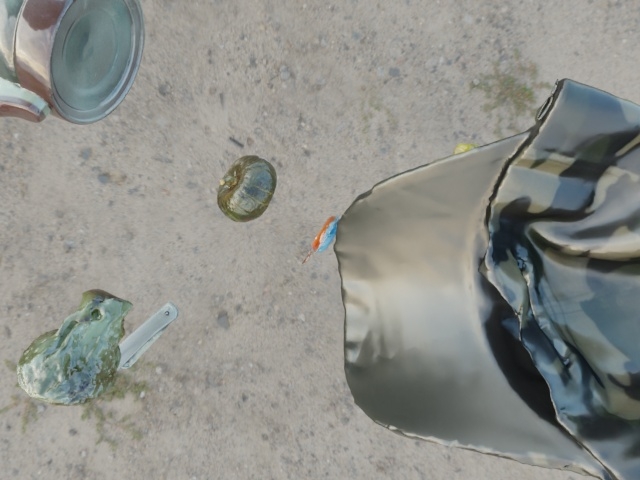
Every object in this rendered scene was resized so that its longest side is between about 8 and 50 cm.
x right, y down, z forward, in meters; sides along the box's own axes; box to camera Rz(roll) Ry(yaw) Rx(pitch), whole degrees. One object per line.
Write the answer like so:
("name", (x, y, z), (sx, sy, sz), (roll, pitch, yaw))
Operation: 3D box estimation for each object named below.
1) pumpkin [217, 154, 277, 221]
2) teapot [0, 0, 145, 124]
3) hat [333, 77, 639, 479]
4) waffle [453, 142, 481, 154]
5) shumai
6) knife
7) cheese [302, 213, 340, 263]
("pumpkin", (-0.285, -0.195, 1.740), (0.189, 0.260, 0.261), (22, 88, -32))
("teapot", (-0.490, -0.313, 0.723), (0.311, 0.233, 0.315), (24, 68, 4))
("hat", (0.205, 0.061, 0.491), (0.257, 0.381, 0.367), (2, 82, -31))
("waffle", (0.341, -0.042, 0.992), (0.150, 0.261, 0.325), (1, 100, 22))
("shumai", (-0.576, 0.245, 1.131), (0.221, 0.272, 0.204), (21, 116, -14))
("knife", (-0.545, 0.300, 1.457), (0.073, 0.041, 0.265), (44, 82, 11))
("cheese", (0.000, 0.000, 1.140), (0.037, 0.256, 0.106), (34, 70, -4))
